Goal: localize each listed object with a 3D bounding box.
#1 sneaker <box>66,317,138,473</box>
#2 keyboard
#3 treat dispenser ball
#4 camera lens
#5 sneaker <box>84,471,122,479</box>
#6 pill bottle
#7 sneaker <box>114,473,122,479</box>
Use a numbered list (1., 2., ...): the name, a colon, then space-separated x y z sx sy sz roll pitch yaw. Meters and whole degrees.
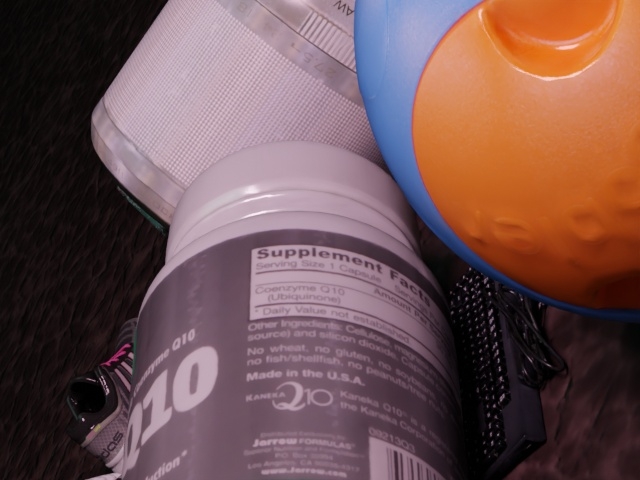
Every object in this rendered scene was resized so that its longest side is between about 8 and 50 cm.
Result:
1. sneaker: -0.182 0.124 1.639 0.063 0.075 0.170 -42 28 37
2. keyboard: 0.102 0.066 1.166 0.100 0.038 0.192 -47 26 28
3. treat dispenser ball: 0.160 -0.103 0.920 0.288 0.288 0.288 -46 26 30
4. camera lens: -0.026 -0.120 1.425 0.274 0.219 0.219 -54 23 13
5. sneaker: -0.202 0.255 1.397 0.235 0.094 0.153 -45 -4 -2
6. pill bottle: -0.015 0.112 1.130 0.204 0.204 0.361 -46 26 30
7. sneaker: -0.082 0.174 1.282 0.122 0.146 0.330 -27 37 55
